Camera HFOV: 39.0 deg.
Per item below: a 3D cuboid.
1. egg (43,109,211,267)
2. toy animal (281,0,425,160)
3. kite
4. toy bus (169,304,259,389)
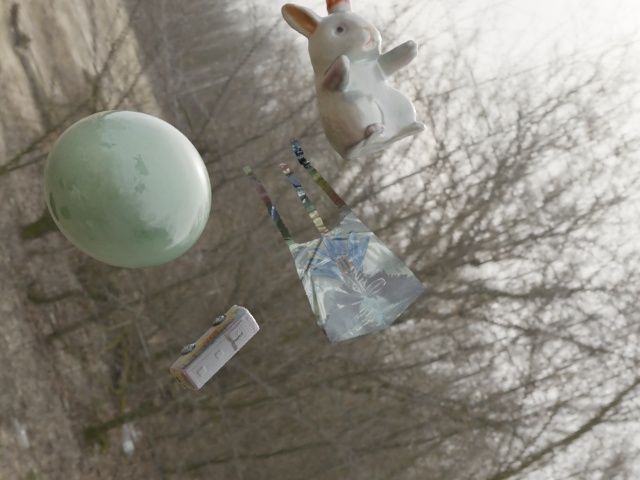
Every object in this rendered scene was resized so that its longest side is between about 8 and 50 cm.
[{"bbox_3d":[-0.340,-0.090,1.622,0.389,0.276,0.276,41,28,-76],"label":"egg"},{"bbox_3d":[0.045,-0.258,1.280,0.138,0.140,0.283,-6,-81,50],"label":"toy animal"},{"bbox_3d":[0.000,-0.001,1.275,0.310,0.169,0.015,51,-27,13],"label":"kite"},{"bbox_3d":[-0.181,0.185,1.570,0.072,0.172,0.057,1,-51,54],"label":"toy bus"}]
